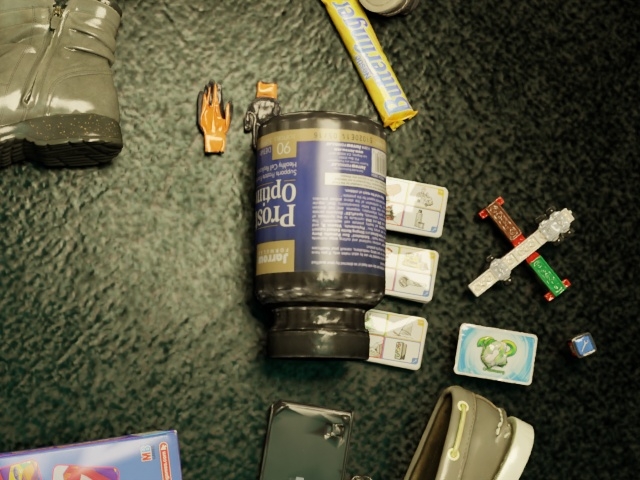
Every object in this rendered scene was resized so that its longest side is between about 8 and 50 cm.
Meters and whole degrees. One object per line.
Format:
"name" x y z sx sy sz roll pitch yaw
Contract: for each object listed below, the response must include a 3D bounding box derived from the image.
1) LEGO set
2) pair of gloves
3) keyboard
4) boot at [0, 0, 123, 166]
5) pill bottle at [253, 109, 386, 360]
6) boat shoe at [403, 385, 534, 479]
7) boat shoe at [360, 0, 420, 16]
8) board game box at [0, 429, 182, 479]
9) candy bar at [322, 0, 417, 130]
"LEGO set" 0.154 0.045 1.151 0.244 0.060 0.182 9 84 -1
"pair of gloves" -0.078 -0.120 1.133 0.083 0.010 0.074 0 81 -15
"keyboard" -0.006 0.245 1.093 0.108 0.023 0.180 10 81 -4
"boot" -0.301 -0.149 1.067 0.247 0.083 0.161 -3 74 -15
"pill bottle" 0.000 0.000 1.075 0.123 0.123 0.219 3 81 -11
"boat shoe" 0.086 0.277 1.066 0.091 0.109 0.305 34 71 -5
"boat shoe" 0.053 -0.321 1.174 0.065 0.075 0.206 1 72 -55
"board game box" -0.223 0.349 0.992 0.233 0.078 0.347 -5 83 -18
"candy bar" 0.048 -0.186 1.164 0.040 0.018 0.161 -25 87 -14
